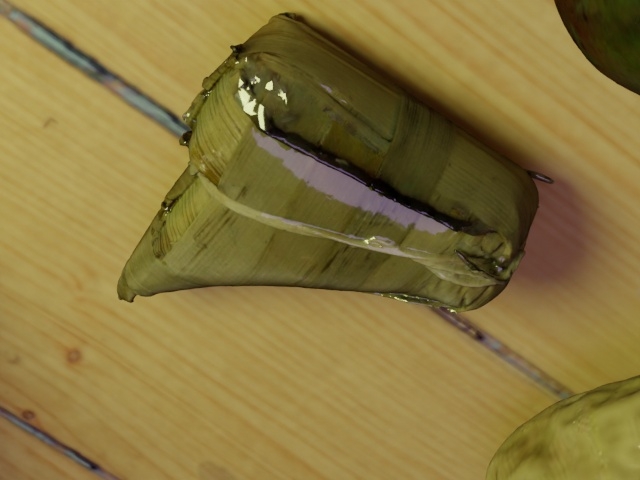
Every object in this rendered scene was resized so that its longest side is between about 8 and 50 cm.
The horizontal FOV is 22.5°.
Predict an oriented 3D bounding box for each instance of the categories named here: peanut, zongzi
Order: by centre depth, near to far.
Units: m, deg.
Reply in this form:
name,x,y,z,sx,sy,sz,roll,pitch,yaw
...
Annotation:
name,x,y,z,sx,sy,sz,roll,pitch,yaw
zongzi,0.000,0.000,0.872,0.194,0.099,0.197,29,122,-6
peanut,0.224,0.134,0.908,0.291,0.159,0.143,-34,141,27

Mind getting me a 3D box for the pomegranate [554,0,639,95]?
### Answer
name,x,y,z,sx,sy,sz,roll,pitch,yaw
pomegranate,0.210,-0.126,0.725,0.224,0.181,0.181,29,126,-36
